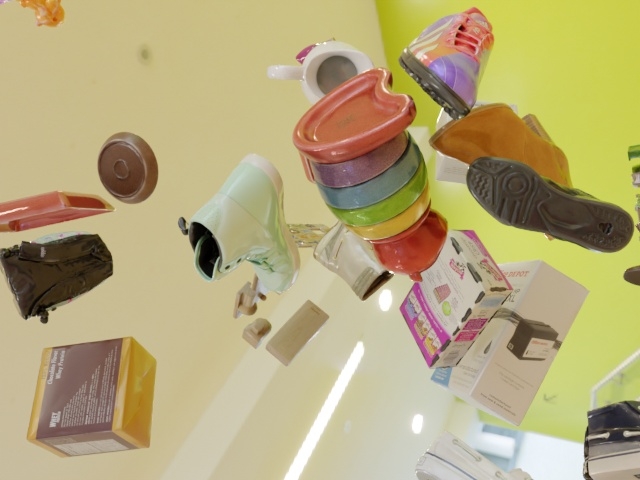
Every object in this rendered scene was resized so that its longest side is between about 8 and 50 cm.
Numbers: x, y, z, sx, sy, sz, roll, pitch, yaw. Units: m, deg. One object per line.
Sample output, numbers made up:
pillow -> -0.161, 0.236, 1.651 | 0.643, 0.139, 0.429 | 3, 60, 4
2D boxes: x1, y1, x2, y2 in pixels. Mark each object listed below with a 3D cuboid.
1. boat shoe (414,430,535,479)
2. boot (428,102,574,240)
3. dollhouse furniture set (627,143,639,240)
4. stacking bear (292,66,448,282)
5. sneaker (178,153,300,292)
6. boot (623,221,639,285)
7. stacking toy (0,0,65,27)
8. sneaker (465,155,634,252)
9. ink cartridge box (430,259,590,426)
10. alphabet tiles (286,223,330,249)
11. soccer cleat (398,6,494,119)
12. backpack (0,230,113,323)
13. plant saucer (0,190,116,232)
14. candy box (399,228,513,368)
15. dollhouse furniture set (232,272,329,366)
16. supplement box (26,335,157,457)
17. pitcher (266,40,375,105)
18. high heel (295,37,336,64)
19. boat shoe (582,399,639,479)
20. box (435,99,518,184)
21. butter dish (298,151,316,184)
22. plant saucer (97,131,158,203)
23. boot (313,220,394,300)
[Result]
boat shoe -> 0.225, 0.302, 0.773 | 0.076, 0.226, 0.083 | -50, -25, -25
boot -> 0.308, -0.096, 1.010 | 0.295, 0.104, 0.211 | -9, -111, -43
dollhouse furniture set -> 0.532, -0.081, 1.046 | 0.076, 0.058, 0.152 | -40, -61, -56
stacking bear -> 0.093, -0.068, 0.940 | 0.289, 0.164, 0.175 | 59, -173, -34
sneaker -> -0.112, 0.018, 0.900 | 0.151, 0.094, 0.256 | -48, -31, -29
boot -> 0.467, 0.009, 0.936 | 0.037, 0.106, 0.114 | 95, 174, -50
stacking toy -> -0.576, -0.480, 1.146 | 0.175, 0.166, 0.302 | -48, -42, 6
sneaker -> 0.308, -0.050, 0.921 | 0.130, 0.227, 0.087 | -26, -44, -82
ink cartridge box -> 0.388, 0.203, 1.370 | 0.308, 0.129, 0.223 | -59, 6, -9
alphabet tiles -> 0.000, 0.000, 1.639 | 0.198, 0.237, 0.009 | 0, -69, -40
soccer cleat -> 0.179, -0.250, 0.868 | 0.108, 0.116, 0.318 | 44, -158, -11
backpack -> -0.474, 0.046, 1.188 | 0.182, 0.115, 0.152 | -24, -67, -30
plant saucer -> -0.620, -0.063, 1.441 | 0.259, 0.258, 0.048 | -11, -91, -86
candy box -> 0.253, 0.114, 1.264 | 0.071, 0.159, 0.233 | 0, -45, -26
dollhouse furniture set -> -0.079, 0.146, 1.182 | 0.144, 0.151, 0.123 | -45, -14, -32
supplement box -> -0.451, 0.315, 1.314 | 0.129, 0.194, 0.191 | 70, -167, -56
pitcher -> 0.001, -0.285, 1.134 | 0.207, 0.177, 0.126 | -90, 7, -77
high heel -> 0.032, -0.426, 1.798 | 0.244, 0.117, 0.082 | 59, -158, -32
boat shoe -> 0.670, 0.377, 1.270 | 0.127, 0.340, 0.158 | 42, -136, -30
box -> 0.378, -0.237, 1.589 | 0.119, 0.180, 0.182 | 101, 176, -59
butter dish -> 0.040, -0.202, 1.586 | 0.118, 0.160, 0.160 | -55, -31, -25
plant saucer -> -0.450, -0.164, 1.506 | 0.029, 0.168, 0.169 | -33, -57, -65
boot -> 0.103, 0.002, 1.357 | 0.213, 0.165, 0.077 | -51, -31, 6
